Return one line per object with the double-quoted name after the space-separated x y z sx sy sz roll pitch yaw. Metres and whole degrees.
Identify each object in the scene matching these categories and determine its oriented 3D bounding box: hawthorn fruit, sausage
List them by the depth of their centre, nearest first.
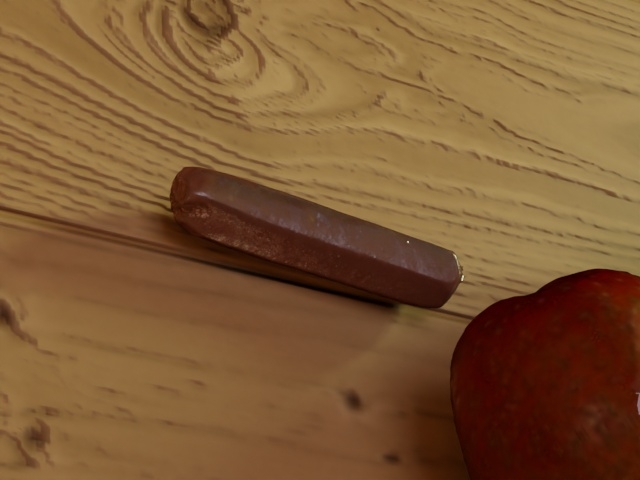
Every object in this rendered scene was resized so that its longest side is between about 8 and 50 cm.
0.123 0.076 0.780 0.133 0.133 0.138 -25 73 -42 "hawthorn fruit"
0.000 0.000 0.817 0.147 0.035 0.030 20 31 -24 "sausage"
